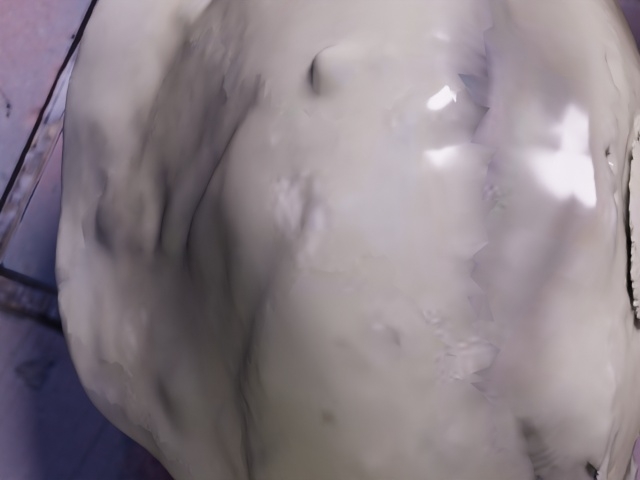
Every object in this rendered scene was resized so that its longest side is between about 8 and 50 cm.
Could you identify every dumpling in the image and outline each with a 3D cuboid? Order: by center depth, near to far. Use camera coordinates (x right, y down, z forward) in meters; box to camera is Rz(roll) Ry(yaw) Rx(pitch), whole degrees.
[{"bbox_3d":[0.000,0.000,0.651,0.243,0.187,0.318,-3,73,22],"label":"dumpling"}]
